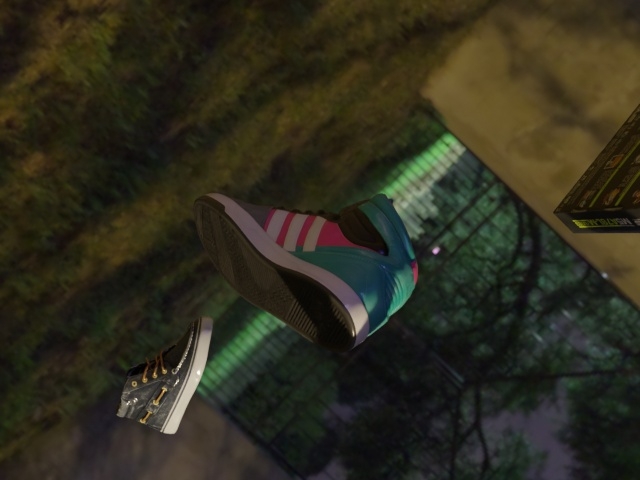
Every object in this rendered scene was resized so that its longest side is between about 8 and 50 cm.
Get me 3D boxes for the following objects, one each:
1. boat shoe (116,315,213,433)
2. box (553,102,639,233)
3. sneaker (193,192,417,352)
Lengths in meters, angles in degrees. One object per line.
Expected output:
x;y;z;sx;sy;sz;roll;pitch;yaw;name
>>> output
-0.195;0.163;1.130;0.065;0.083;0.183;-95;-154;-60;boat shoe
0.363;-0.089;0.982;0.190;0.045;0.184;-50;-167;-10;box
0.000;0.000;1.039;0.178;0.296;0.123;-27;133;-32;sneaker
